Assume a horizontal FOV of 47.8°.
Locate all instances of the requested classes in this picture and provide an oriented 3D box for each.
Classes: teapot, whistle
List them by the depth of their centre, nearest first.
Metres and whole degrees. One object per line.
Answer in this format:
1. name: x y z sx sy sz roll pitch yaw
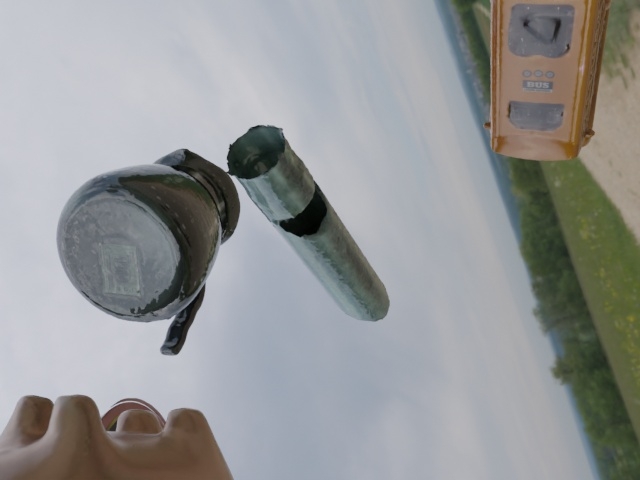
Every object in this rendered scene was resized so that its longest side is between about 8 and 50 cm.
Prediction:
1. whistle: 0.000 0.000 0.741 0.312 0.062 0.062 54 -157 -52
2. teapot: -0.220 0.004 1.124 0.305 0.223 0.285 60 -156 -13

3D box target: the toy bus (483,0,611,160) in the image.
1. toy bus: 0.161 -0.124 0.524 0.194 0.083 0.088 72 -148 -51

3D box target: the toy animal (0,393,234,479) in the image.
1. toy animal: -0.206 0.254 0.550 0.326 0.237 0.269 15 -116 -45

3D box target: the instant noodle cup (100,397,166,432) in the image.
1. instant noodle cup: -0.319 0.322 0.846 0.244 0.255 0.243 -14 -90 -77
